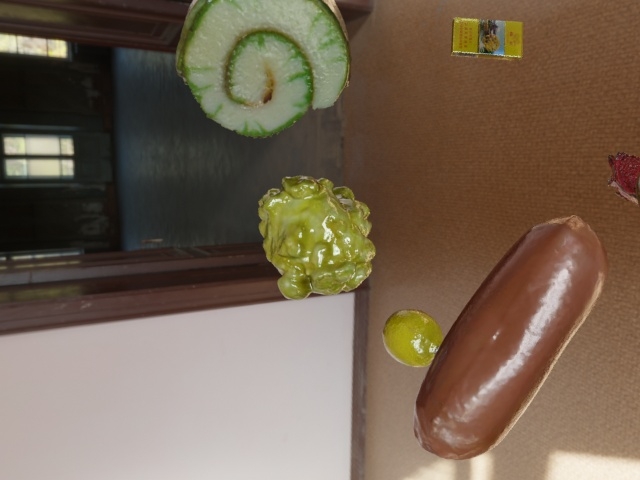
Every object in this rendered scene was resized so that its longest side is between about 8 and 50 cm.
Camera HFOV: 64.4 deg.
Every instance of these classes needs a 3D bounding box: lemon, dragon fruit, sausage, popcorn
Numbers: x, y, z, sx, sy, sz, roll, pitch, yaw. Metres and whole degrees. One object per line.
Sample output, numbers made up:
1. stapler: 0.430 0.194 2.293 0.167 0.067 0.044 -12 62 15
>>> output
1. lemon: 0.180 0.189 0.984 0.133 0.109 0.109 14 107 48
2. dragon fruit: 0.999 -0.152 1.567 0.274 0.161 0.126 25 158 24
3. sausage: 0.129 0.069 0.356 0.194 0.077 0.077 -59 34 3
4. popcorn: 0.000 0.000 1.054 0.235 0.242 0.250 123 137 -58

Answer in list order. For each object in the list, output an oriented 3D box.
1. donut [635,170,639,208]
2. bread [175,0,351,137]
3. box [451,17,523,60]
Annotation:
1. donut: 0.880 -0.136 1.142 0.330 0.160 0.330 -36 27 21
2. bread: -0.114 -0.403 1.117 0.129 0.382 0.366 -92 19 -47
3. box: 0.372 -0.450 1.136 0.023 0.155 0.086 92 -177 -78
